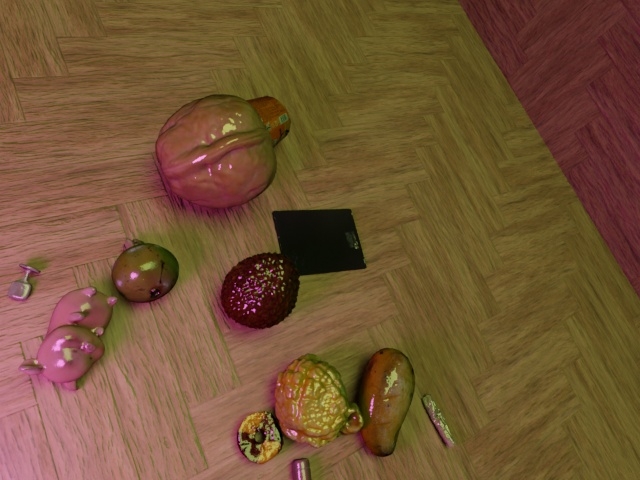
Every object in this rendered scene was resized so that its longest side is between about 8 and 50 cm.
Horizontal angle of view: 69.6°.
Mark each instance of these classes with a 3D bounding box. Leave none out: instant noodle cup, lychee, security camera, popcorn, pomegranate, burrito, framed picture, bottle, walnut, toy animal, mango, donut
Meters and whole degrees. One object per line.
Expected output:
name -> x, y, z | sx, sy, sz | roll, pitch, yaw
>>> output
instant noodle cup -> -0.231, -0.420, 1.683 | 0.230, 0.230, 0.182 | 46, 46, -1
lychee -> -0.178, 0.151, 1.412 | 0.236, 0.271, 0.236 | 33, 29, -21
security camera -> -0.797, 0.114, 1.233 | 0.058, 0.058, 0.092 | 23, 70, -16
popcorn -> -0.022, 0.495, 1.371 | 0.225, 0.174, 0.286 | -35, 94, -27
pomegranate -> -0.519, 0.080, 1.322 | 0.211, 0.179, 0.179 | 30, 54, 12
burrito -> 0.414, 0.628, 1.609 | 0.045, 0.041, 0.185 | -23, 76, -25
framed picture -> 0.000, 0.000, 1.715 | 0.339, 0.014, 0.255 | -4, 69, -28
bottle -> -0.050, 0.705, 1.324 | 0.053, 0.053, 0.140 | 4, 66, -26
walnut -> -0.330, -0.277, 1.478 | 0.381, 0.381, 0.381 | 11, 62, -22
toy animal -> -0.633, 0.242, 1.185 | 0.166, 0.154, 0.250 | 37, 47, -34
mango -> 0.204, 0.515, 1.492 | 0.177, 0.175, 0.329 | 21, 75, 9
donut -> -0.176, 0.565, 1.323 | 0.141, 0.059, 0.140 | 11, 63, -23
